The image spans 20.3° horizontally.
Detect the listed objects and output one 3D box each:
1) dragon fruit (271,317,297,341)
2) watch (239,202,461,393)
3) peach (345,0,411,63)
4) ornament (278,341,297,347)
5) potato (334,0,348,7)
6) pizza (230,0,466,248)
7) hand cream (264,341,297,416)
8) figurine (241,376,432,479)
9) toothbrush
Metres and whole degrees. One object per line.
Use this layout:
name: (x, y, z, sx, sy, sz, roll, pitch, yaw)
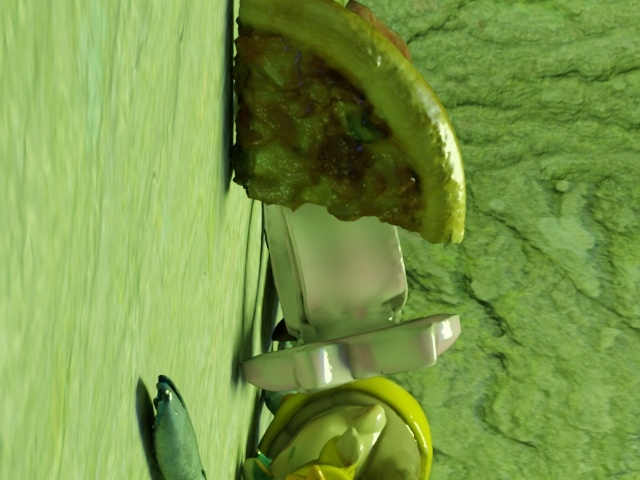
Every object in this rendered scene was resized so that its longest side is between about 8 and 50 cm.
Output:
dragon fruit: (0.000, 0.000, 2.065, 0.282, 0.100, 0.343, 93, 5, -61)
watch: (0.006, 0.034, 1.736, 0.248, 0.211, 0.217, 134, -57, -82)
peach: (0.008, -0.165, 1.807, 0.152, 0.152, 0.152, 5, 90, -87)
ornament: (0.015, 0.148, 2.340, 0.285, 0.130, 0.120, -6, 105, -87)
potato: (-0.020, -0.178, 1.489, 0.105, 0.085, 0.188, 123, -26, -79)
pizza: (0.000, -0.084, 1.414, 0.292, 0.197, 0.058, 53, 32, -25)
hand cream: (-0.041, 0.164, 2.069, 0.170, 0.043, 0.065, -83, 174, -77)
figurine: (0.003, 0.257, 1.849, 0.187, 0.215, 0.344, 50, 19, 0)
toothbrush: (-0.085, 0.174, 1.209, 0.413, 0.042, 0.035, 84, 11, -64)
